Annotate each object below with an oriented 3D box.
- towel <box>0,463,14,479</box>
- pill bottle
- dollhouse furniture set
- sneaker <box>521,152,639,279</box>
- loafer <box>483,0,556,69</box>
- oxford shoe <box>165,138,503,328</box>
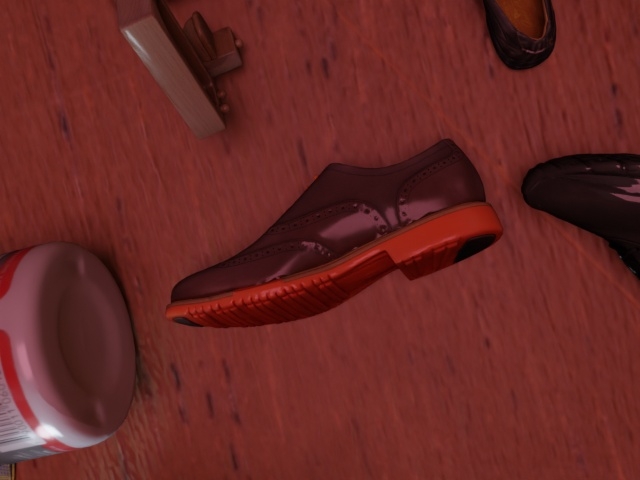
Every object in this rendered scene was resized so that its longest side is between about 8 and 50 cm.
[{"bbox_3d":[-0.324,0.215,0.609,0.083,0.009,0.060,4,93,6],"label":"towel"},{"bbox_3d":[-0.311,0.108,0.525,0.283,0.161,0.161,-13,92,7],"label":"pill bottle"},{"bbox_3d":[-0.076,-0.193,0.488,0.123,0.144,0.151,-21,55,7],"label":"dollhouse furniture set"},{"bbox_3d":[0.284,0.015,0.484,0.286,0.109,0.130,18,102,7],"label":"sneaker"},{"bbox_3d":[0.139,-0.218,0.502,0.062,0.061,0.170,-26,90,8],"label":"loafer"},{"bbox_3d":[0.000,0.000,0.530,0.271,0.097,0.099,-18,72,3],"label":"oxford shoe"}]
